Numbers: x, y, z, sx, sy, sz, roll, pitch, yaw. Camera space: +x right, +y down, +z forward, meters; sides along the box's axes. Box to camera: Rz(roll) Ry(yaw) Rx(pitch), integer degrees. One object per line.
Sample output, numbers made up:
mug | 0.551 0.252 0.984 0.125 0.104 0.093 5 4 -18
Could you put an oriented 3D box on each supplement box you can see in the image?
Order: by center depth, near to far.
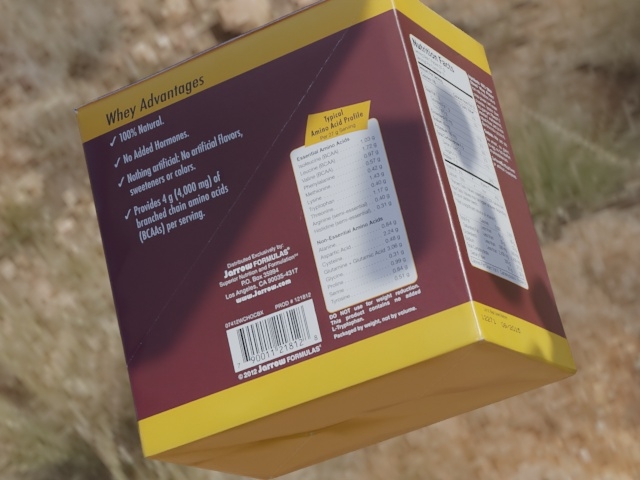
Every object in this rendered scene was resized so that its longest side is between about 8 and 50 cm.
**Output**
supplement box | 0.000 0.000 1.015 0.191 0.129 0.194 -21 70 22
